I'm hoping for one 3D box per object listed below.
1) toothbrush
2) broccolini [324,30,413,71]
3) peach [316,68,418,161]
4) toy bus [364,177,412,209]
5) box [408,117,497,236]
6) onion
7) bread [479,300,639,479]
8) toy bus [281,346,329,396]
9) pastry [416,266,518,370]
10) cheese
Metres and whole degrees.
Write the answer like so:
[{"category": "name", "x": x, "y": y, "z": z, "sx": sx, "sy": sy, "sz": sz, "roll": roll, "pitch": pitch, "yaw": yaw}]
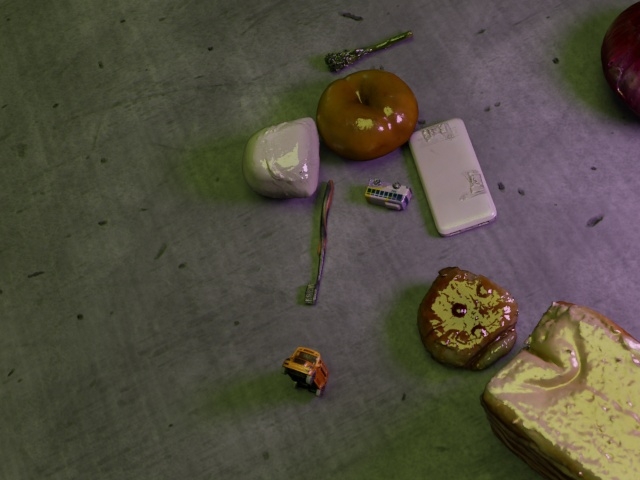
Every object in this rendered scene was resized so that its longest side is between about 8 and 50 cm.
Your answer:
[{"category": "toothbrush", "x": 0.003, "y": 0.000, "z": 1.924, "sx": 0.031, "sy": 0.023, "sz": 0.321, "roll": 8, "pitch": 69, "yaw": 7}, {"category": "broccolini", "x": 0.127, "y": -0.492, "z": 2.096, "sx": 0.239, "sy": 0.054, "sz": 0.051, "roll": -18, "pitch": 100, "yaw": 1}, {"category": "peach", "x": 0.109, "y": -0.308, "z": 1.965, "sx": 0.251, "sy": 0.153, "sz": 0.251, "roll": -3, "pitch": 62, "yaw": 6}, {"category": "toy bus", "x": 0.161, "y": -0.108, "z": 1.919, "sx": 0.102, "sy": 0.052, "sz": 0.058, "roll": 14, "pitch": 73, "yaw": 19}, {"category": "box", "x": 0.308, "y": -0.153, "z": 1.912, "sx": 0.142, "sy": 0.044, "sz": 0.285, "roll": -18, "pitch": 65, "yaw": 7}, {"category": "onion", "x": 0.808, "y": -0.425, "z": 1.792, "sx": 0.347, "sy": 0.285, "sz": 0.348, "roll": -1, "pitch": 60, "yaw": 2}, {"category": "bread", "x": 0.514, "y": 0.334, "z": 1.480, "sx": 0.390, "sy": 0.371, "sz": 0.279, "roll": 39, "pitch": 84, "yaw": 27}, {"category": "toy bus", "x": -0.028, "y": 0.278, "z": 1.734, "sx": 0.069, "sy": 0.162, "sz": 0.074, "roll": 16, "pitch": 68, "yaw": 18}, {"category": "pastry", "x": 0.313, "y": 0.163, "z": 1.744, "sx": 0.218, "sy": 0.100, "sz": 0.229, "roll": -22, "pitch": 66, "yaw": 2}, {"category": "cheese", "x": -0.095, "y": -0.193, "z": 1.954, "sx": 0.189, "sy": 0.154, "sz": 0.198, "roll": -1, "pitch": 71, "yaw": 4}]
